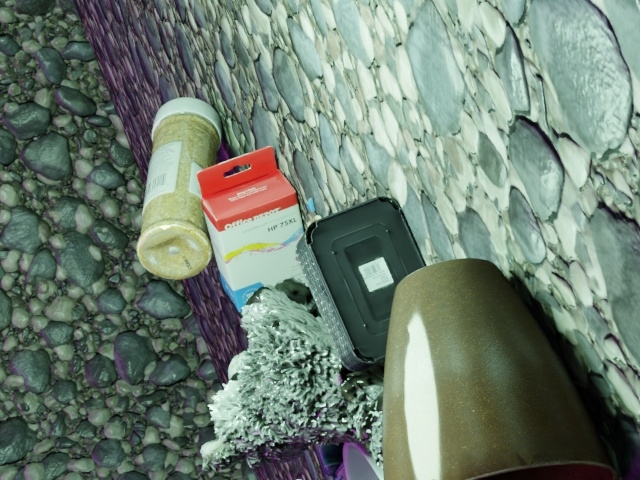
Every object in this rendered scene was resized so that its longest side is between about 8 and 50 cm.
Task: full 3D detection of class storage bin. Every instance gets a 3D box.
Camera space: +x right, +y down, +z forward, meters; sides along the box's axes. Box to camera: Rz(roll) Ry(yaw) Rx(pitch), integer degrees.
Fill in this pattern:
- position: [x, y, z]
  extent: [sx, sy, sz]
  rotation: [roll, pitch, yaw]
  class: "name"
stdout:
- position: [0.059, 0.052, 1.573]
  extent: [0.084, 0.122, 0.180]
  rotation: [129, 119, -75]
  class: "storage bin"

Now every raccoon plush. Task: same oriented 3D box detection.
- position: [-0.025, 0.254, 1.706]
  extent: [0.446, 0.216, 0.299]
  rotation: [-113, 40, -60]
  class: "raccoon plush"

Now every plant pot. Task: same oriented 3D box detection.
- position: [0.145, 0.141, 1.267]
  extent: [0.215, 0.215, 0.230]
  rotation: [97, 162, -63]
  class: "plant pot"

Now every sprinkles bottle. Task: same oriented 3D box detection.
- position: [-0.232, -0.092, 2.209]
  extent: [0.355, 0.121, 0.121]
  rotation: [-91, -6, -49]
  class: "sprinkles bottle"

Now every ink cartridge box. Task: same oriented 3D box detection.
- position: [-0.100, -0.017, 2.050]
  extent: [0.078, 0.134, 0.231]
  rotation: [-127, 20, -51]
  class: "ink cartridge box"

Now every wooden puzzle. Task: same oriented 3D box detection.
- position: [0.000, 0.000, 1.949]
  extent: [0.078, 0.014, 0.116]
  rotation: [124, 124, -73]
  class: "wooden puzzle"

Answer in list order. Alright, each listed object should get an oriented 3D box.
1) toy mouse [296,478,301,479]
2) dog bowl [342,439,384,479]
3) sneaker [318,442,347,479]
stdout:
- position: [0.045, 0.346, 1.680]
  extent: [0.161, 0.031, 0.143]
  rotation: [33, 157, -10]
  class: "toy mouse"
- position: [0.132, 0.376, 1.814]
  extent: [0.265, 0.104, 0.264]
  rotation: [159, 90, -76]
  class: "dog bowl"
- position: [0.056, 0.325, 1.986]
  extent: [0.110, 0.122, 0.283]
  rotation: [-127, 21, -50]
  class: "sneaker"
